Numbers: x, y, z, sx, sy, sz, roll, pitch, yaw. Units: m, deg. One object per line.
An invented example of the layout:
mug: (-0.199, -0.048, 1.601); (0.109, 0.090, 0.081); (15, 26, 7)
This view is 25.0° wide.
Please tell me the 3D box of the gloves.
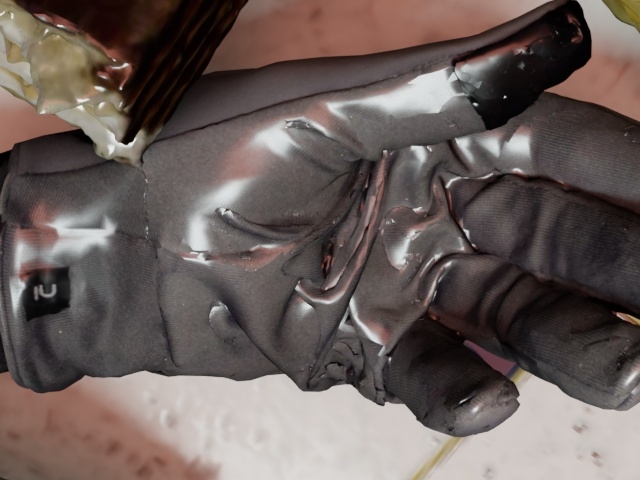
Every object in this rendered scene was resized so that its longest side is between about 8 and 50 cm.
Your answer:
gloves: (-0.003, -0.005, 0.460); (0.286, 0.119, 0.142); (3, 120, 16)

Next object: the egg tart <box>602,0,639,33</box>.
egg tart: (0.196, -0.160, 0.396); (0.319, 0.128, 0.318); (17, 126, 24)

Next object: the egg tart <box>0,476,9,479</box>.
egg tart: (-0.139, 0.272, 0.392); (0.443, 0.178, 0.443); (2, 84, -22)

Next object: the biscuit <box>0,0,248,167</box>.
biscuit: (-0.040, -0.142, 0.430); (0.106, 0.070, 0.252); (30, 70, 3)
